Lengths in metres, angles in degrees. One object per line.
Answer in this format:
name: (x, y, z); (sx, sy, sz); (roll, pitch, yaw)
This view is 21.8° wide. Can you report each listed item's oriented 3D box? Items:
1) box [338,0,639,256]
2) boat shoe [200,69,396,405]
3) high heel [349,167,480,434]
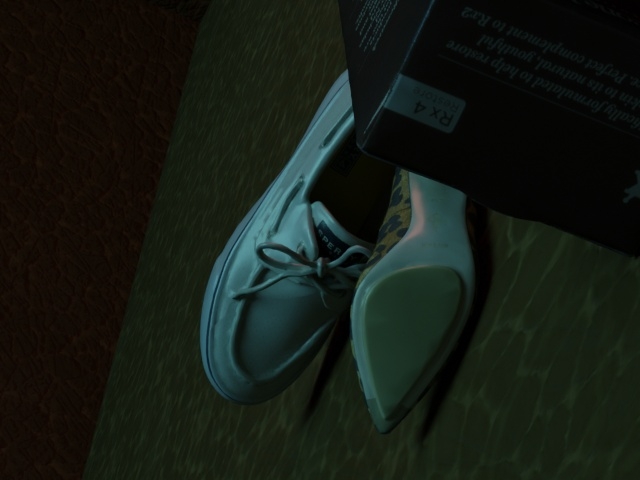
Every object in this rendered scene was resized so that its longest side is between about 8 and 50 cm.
box: (0.123, -0.154, 1.134); (0.381, 0.191, 0.143); (-95, 28, -62)
boat shoe: (0.008, 0.003, 1.558); (0.367, 0.136, 0.156); (-59, 16, 3)
high heel: (0.082, 0.025, 1.338); (0.186, 0.093, 0.261); (43, -121, -84)
